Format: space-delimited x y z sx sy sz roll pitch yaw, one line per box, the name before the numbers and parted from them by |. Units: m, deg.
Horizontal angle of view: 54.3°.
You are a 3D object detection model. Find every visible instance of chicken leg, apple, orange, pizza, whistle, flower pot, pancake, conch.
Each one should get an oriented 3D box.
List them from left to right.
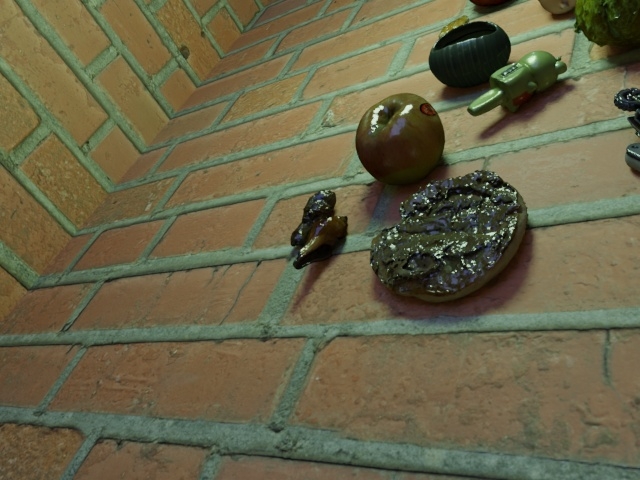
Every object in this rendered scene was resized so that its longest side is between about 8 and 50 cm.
chicken leg | -0.025 -0.059 1.741 0.085 0.069 0.198 21 66 26
conch | -0.001 0.000 1.609 0.080 0.086 0.233 11 52 49
apple | 0.213 -0.269 1.671 0.260 0.194 0.261 -25 35 19
pancake | 0.280 -0.019 1.398 0.382 0.071 0.382 -25 33 17
pizza | 0.473 -0.734 2.191 0.099 0.036 0.160 -5 42 37
flower pot | 0.446 -0.553 1.866 0.243 0.157 0.189 -10 38 35
whistle | 0.522 -0.414 1.663 0.288 0.106 0.131 -33 35 0
orange | 0.797 -0.603 1.561 0.301 0.223 0.300 -36 17 -3

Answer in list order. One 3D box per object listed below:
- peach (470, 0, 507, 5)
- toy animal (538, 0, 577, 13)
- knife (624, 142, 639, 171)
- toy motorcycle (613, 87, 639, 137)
peach | 0.599 -0.939 2.181 0.231 0.231 0.231 -23 34 17
toy animal | 0.728 -0.794 1.932 0.149 0.165 0.248 -10 46 25
knife | 0.697 -0.132 1.200 0.073 0.041 0.265 -23 32 -6
toy motorcycle | 0.718 -0.262 1.291 0.129 0.094 0.229 -12 43 -4
